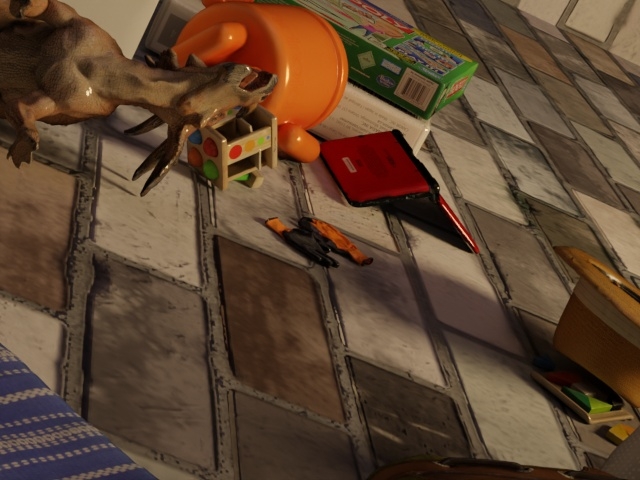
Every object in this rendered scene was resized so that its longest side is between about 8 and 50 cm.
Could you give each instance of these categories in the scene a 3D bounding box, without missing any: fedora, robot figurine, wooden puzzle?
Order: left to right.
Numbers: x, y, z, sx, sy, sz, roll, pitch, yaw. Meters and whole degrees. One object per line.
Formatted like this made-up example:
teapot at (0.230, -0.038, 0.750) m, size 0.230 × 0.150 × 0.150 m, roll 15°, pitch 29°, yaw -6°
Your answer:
robot figurine at (-0.054, -0.158, 1.628) m, size 0.158 × 0.128 × 0.219 m, roll 31°, pitch 18°, yaw 21°
wooden puzzle at (0.212, 0.124, 1.400) m, size 0.116 × 0.014 × 0.078 m, roll 37°, pitch 19°, yaw 28°
fedora at (0.247, 0.082, 1.437) m, size 0.194 × 0.079 × 0.194 m, roll 36°, pitch 8°, yaw -6°

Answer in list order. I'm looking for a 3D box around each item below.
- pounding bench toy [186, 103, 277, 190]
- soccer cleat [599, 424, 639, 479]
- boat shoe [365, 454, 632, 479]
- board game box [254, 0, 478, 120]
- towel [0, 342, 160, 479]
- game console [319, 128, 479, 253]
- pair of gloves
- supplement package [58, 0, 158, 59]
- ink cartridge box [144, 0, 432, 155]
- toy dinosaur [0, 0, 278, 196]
pounding bench toy at (-0.078, -0.071, 1.473) m, size 0.065 × 0.083 × 0.052 m, roll -26°, pitch 46°, yaw -30°
soccer cleat at (0.337, 0.204, 1.137) m, size 0.331 × 0.143 × 0.116 m, roll 24°, pitch 18°, yaw -12°
boat shoe at (0.167, 0.179, 1.013) m, size 0.307 × 0.111 × 0.104 m, roll 18°, pitch 21°, yaw -29°
board game box at (0.005, -0.236, 1.849) m, size 0.317 × 0.046 × 0.213 m, roll 30°, pitch 18°, yaw 7°
towel at (-0.240, 0.058, 0.879) m, size 0.336 × 0.040 × 0.243 m, roll 37°, pitch 19°, yaw 29°
game console at (0.073, -0.041, 1.669) m, size 0.124 × 0.085 × 0.144 m, roll -10°, pitch 27°, yaw -10°
pair of gloves at (0.000, 0.000, 1.446) m, size 0.074 × 0.010 × 0.083 m, roll 35°, pitch 20°, yaw 24°
supplement package at (-0.240, -0.241, 1.571) m, size 0.139 × 0.134 × 0.244 m, roll 20°, pitch 18°, yaw -22°
ink cartridge box at (-0.020, -0.187, 1.857) m, size 0.296 × 0.066 × 0.261 m, roll 27°, pitch 17°, yaw -1°
toy dinosaur at (-0.200, -0.124, 1.339) m, size 0.295 × 0.127 × 0.200 m, roll 24°, pitch 5°, yaw 33°
